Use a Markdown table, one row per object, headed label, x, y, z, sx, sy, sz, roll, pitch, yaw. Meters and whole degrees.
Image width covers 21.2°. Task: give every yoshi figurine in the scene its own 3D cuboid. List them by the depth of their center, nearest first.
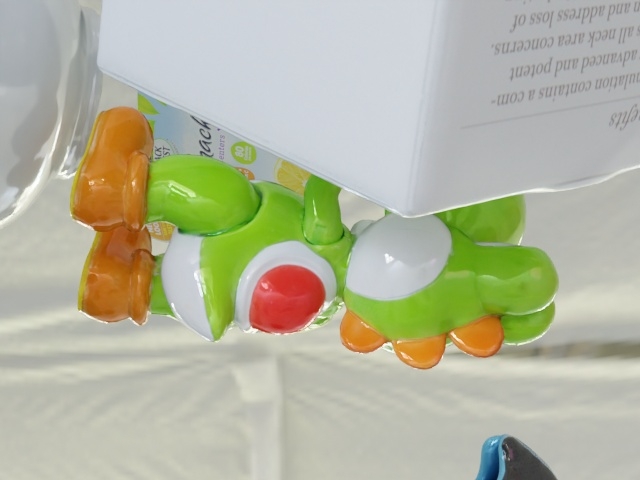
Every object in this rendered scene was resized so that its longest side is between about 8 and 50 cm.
| label | x | y | z | sx | sy | sz | roll | pitch | yaw |
| --- | --- | --- | --- | --- | --- | --- | --- | --- | --- |
| yoshi figurine | 0.005 | -0.011 | 1.308 | 0.362 | 0.203 | 0.203 | 9 | -4 | 6 |

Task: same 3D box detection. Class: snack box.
| label | x | y | z | sx | sy | sz | roll | pitch | yaw |
| --- | --- | --- | --- | --- | --- | --- | --- | --- | --- |
| snack box | -0.080 | -0.078 | 1.592 | 0.174 | 0.070 | 0.207 | 15 | -49 | 9 |

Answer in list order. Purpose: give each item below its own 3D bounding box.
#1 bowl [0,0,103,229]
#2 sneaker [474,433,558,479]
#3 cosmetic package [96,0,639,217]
| label | x | y | z | sx | sy | sz | roll | pitch | yaw |
| --- | --- | --- | --- | --- | --- | --- | --- | --- | --- |
| bowl | -0.256 | -0.128 | 1.369 | 0.134 | 0.298 | 0.298 | 7 | -38 | -22 |
| sneaker | 0.120 | 0.342 | 1.776 | 0.140 | 0.341 | 0.125 | 55 | -28 | -8 |
| cosmetic package | 0.086 | -0.267 | 1.130 | 0.329 | 0.327 | 0.394 | -12 | -62 | -42 |
